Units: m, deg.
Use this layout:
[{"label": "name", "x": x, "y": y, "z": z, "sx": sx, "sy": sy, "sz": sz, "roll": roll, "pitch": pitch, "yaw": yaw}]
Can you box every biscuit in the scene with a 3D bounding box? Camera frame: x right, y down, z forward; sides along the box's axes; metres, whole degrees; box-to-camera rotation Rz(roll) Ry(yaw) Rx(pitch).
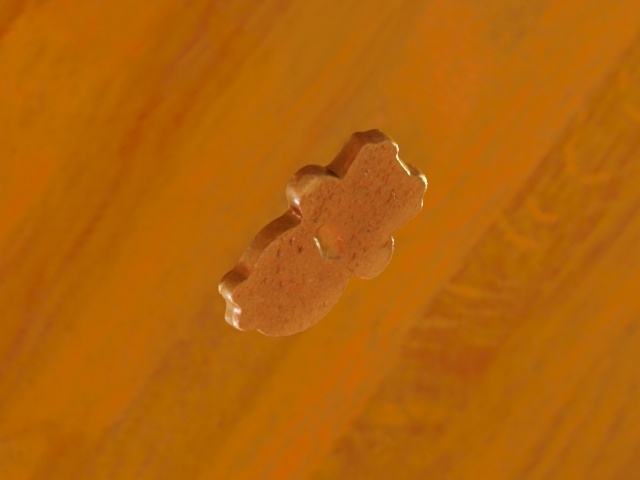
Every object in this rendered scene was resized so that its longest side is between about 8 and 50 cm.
[{"label": "biscuit", "x": 0.000, "y": 0.000, "z": 1.783, "sx": 0.225, "sy": 0.036, "sz": 0.166, "roll": -49, "pitch": 140, "yaw": -2}]
